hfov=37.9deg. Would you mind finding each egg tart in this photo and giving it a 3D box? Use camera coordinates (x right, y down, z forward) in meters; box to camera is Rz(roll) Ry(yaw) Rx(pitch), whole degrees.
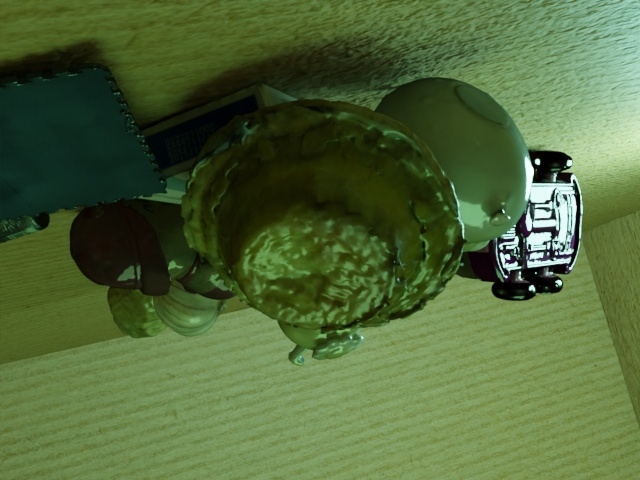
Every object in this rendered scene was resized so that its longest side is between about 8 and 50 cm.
[{"bbox_3d":[0.000,0.000,0.925,0.294,0.295,0.116,-18,-146,22],"label":"egg tart"}]

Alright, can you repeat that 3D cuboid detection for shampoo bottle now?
[{"bbox_3d":[-0.421,-0.009,1.088,0.207,0.064,0.057,-16,161,12],"label":"shampoo bottle"}]

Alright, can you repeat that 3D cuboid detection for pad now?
[{"bbox_3d":[-0.291,-0.072,0.849,0.269,0.012,0.270,-10,160,-2],"label":"pad"}]

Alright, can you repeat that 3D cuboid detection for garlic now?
[{"bbox_3d":[-0.268,0.061,1.676,0.226,0.199,0.199,18,174,5],"label":"garlic"}]

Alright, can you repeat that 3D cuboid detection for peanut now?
[{"bbox_3d":[-0.350,0.115,1.864,0.147,0.147,0.305,-13,167,-12],"label":"peanut"}]

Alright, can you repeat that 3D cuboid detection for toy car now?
[{"bbox_3d":[0.327,-0.035,1.739,0.240,0.271,0.340,5,-176,41],"label":"toy car"}]

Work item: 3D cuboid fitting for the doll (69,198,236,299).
[{"bbox_3d":[-0.201,0.001,1.244,0.255,0.152,0.196,4,172,-33],"label":"doll"}]

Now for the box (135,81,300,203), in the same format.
[{"bbox_3d":[-0.073,-0.096,1.114,0.200,0.065,0.343,-17,172,20],"label":"box"}]

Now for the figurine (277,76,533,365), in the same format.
[{"bbox_3d":[0.049,-0.014,1.070,0.274,0.227,0.394,15,126,-35],"label":"figurine"}]
